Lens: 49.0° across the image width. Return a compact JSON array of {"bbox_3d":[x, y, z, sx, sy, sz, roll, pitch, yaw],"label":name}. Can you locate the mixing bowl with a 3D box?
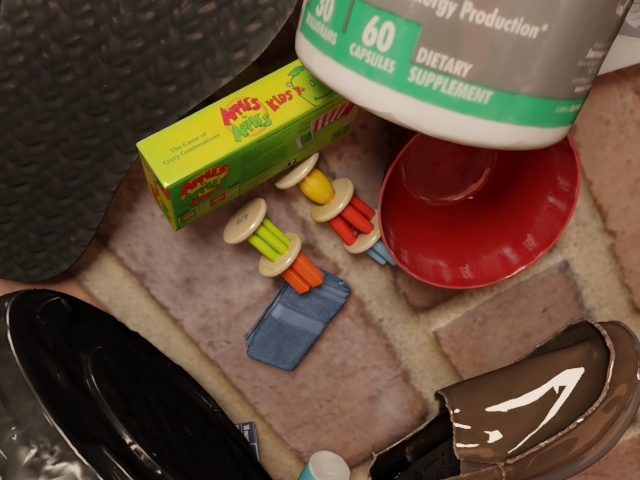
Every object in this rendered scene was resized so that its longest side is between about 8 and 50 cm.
[{"bbox_3d":[0.131,-0.056,0.645,0.181,0.098,0.181,-4,119,-7],"label":"mixing bowl"}]

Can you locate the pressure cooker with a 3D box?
[{"bbox_3d":[-0.269,0.294,0.575,0.420,0.375,0.370,-46,105,-1],"label":"pressure cooker"}]

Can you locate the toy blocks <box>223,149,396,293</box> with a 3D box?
[{"bbox_3d":[0.000,0.000,0.669,0.123,0.054,0.148,-47,117,1],"label":"toy blocks"}]

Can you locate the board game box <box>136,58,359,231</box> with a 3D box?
[{"bbox_3d":[-0.052,-0.083,0.565,0.181,0.043,0.092,-32,167,-16],"label":"board game box"}]

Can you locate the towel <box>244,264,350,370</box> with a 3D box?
[{"bbox_3d":[-0.025,0.080,0.734,0.067,0.029,0.119,27,110,-21],"label":"towel"}]

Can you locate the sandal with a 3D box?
[{"bbox_3d":[-0.177,-0.139,0.546,0.167,0.107,0.446,28,124,-32],"label":"sandal"}]

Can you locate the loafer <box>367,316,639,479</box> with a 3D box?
[{"bbox_3d":[0.197,0.214,0.789,0.130,0.134,0.366,37,107,-26],"label":"loafer"}]

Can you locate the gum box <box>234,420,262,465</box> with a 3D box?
[{"bbox_3d":[-0.158,0.297,0.826,0.184,0.041,0.157,-8,120,-6],"label":"gum box"}]

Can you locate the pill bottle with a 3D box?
[{"bbox_3d":[0.123,-0.254,0.410,0.204,0.204,0.361,9,120,-15],"label":"pill bottle"}]

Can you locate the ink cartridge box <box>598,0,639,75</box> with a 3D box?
[{"bbox_3d":[0.283,-0.259,0.561,0.224,0.045,0.223,-18,125,10],"label":"ink cartridge box"}]

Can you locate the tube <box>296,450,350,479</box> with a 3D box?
[{"bbox_3d":[-0.024,0.349,0.882,0.080,0.052,0.207,18,122,-9],"label":"tube"}]
